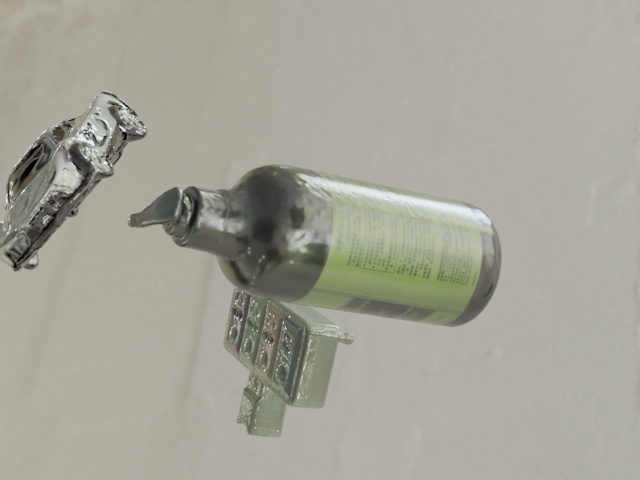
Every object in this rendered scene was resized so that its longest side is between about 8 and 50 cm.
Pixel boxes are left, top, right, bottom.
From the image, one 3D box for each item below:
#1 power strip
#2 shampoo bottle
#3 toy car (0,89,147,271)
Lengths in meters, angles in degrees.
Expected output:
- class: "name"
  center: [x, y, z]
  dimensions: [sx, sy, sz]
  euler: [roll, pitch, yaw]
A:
- class: "power strip"
  center: [-0.045, 0.129, 1.445]
  dimensions: [0.215, 0.061, 0.145]
  euler: [-149, -110, -65]
- class: "shampoo bottle"
  center: [0.000, 0.000, 1.041]
  dimensions: [0.101, 0.284, 0.101]
  euler: [-21, -116, 53]
- class: "toy car"
  center: [-0.078, -0.020, 0.417]
  dimensions: [0.041, 0.025, 0.093]
  euler: [-48, -171, 15]
